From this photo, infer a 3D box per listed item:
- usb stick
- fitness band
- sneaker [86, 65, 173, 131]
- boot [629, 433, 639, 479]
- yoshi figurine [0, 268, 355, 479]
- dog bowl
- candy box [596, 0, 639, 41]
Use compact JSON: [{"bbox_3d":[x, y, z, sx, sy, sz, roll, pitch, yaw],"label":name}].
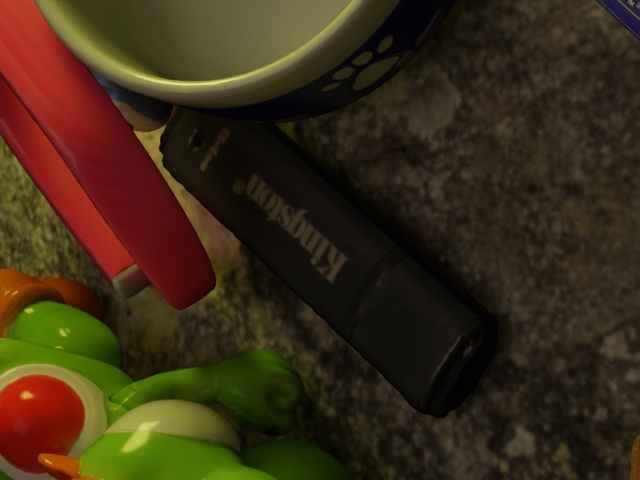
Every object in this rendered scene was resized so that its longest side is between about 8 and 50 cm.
[{"bbox_3d":[0.000,0.000,1.127,0.278,0.045,0.077,43,118,31],"label":"usb stick"},{"bbox_3d":[-0.167,-0.071,1.171,0.054,0.209,0.291,-36,63,-10],"label":"fitness band"},{"bbox_3d":[-0.121,-0.177,1.199,0.081,0.080,0.211,-10,86,41],"label":"sneaker"},{"bbox_3d":[0.206,0.124,0.889,0.152,0.197,0.073,-21,115,45],"label":"boot"},{"bbox_3d":[-0.104,0.148,1.151,0.362,0.203,0.204,25,130,49],"label":"yoshi figurine"},{"bbox_3d":[-0.043,-0.203,1.073,0.264,0.104,0.265,-3,83,24],"label":"dog bowl"},{"bbox_3d":[0.289,-0.187,0.830,0.268,0.122,0.317,49,121,29],"label":"candy box"}]
